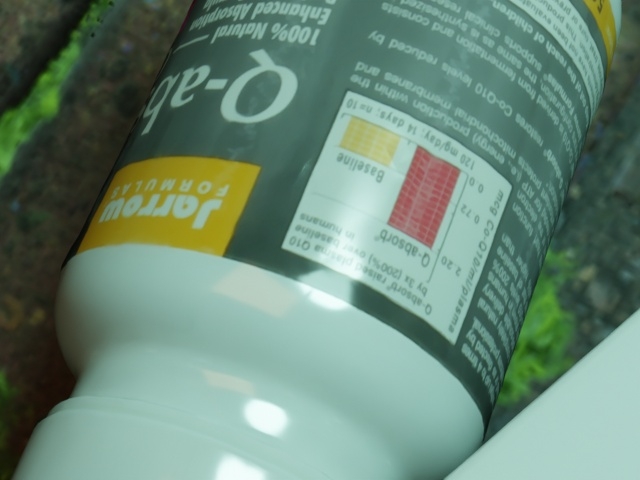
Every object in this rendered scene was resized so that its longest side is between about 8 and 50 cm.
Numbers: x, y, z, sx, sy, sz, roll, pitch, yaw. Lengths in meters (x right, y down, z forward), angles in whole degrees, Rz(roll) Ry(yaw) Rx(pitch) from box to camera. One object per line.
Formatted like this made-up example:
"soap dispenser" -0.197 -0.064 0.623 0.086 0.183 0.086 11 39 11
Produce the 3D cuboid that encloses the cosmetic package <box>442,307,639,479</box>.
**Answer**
"cosmetic package" 0.152 0.096 0.520 0.365 0.197 0.155 -37 68 -16

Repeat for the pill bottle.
"pill bottle" 0.000 0.000 0.621 0.162 0.162 0.278 14 63 18
